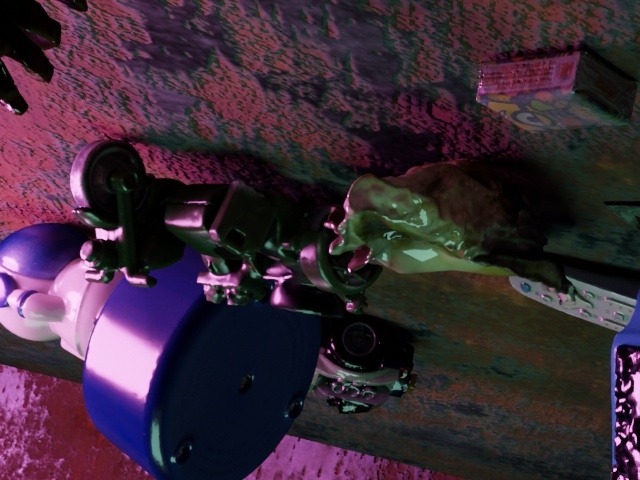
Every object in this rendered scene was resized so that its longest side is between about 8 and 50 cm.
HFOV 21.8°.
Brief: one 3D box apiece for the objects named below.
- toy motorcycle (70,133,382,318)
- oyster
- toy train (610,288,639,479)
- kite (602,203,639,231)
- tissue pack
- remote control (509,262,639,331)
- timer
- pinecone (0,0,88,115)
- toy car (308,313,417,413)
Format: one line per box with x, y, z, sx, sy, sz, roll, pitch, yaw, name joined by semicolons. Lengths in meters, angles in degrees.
-0.086;0.000;1.499;0.275;0.127;0.205;22;168;-41;toy motorcycle
0.102;-0.010;1.316;0.275;0.100;0.271;7;173;-24;oyster
0.369;0.182;1.351;0.265;0.300;0.188;0;179;-27;toy train
0.343;0.004;1.306;0.250;0.012;0.229;13;168;-1;kite
0.149;-0.093;1.054;0.063;0.035;0.083;25;164;-38;tissue pack
0.283;0.054;1.510;0.229;0.044;0.073;19;157;15;remote control
-0.221;0.087;1.831;0.383;0.270;0.270;23;173;31;timer
-0.222;-0.146;0.906;0.208;0.207;0.208;14;167;3;pinecone
-0.029;0.140;2.041;0.301;0.118;0.193;14;164;-4;toy car
